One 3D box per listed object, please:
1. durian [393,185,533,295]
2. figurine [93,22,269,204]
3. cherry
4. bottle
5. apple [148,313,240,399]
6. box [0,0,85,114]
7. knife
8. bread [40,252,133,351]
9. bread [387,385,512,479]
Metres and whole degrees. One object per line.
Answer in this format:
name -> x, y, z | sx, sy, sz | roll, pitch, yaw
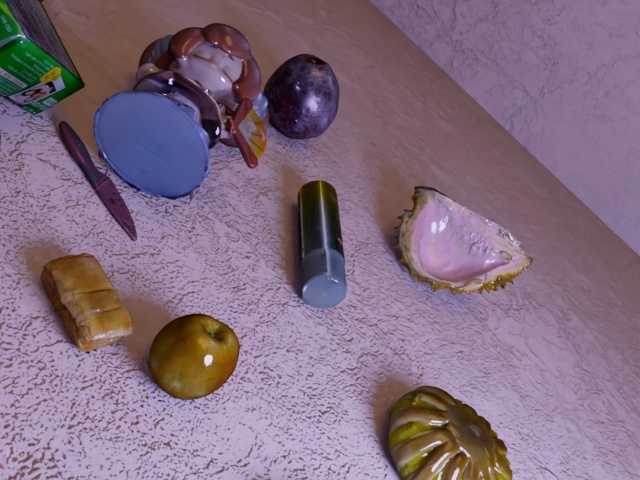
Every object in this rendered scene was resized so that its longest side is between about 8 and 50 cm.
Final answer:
durian -> 0.267, 0.031, 1.363 | 0.305, 0.185, 0.195 | 42, 50, 10
figurine -> -0.222, -0.235, 1.107 | 0.276, 0.248, 0.388 | 35, 40, -15
cherry -> -0.041, -0.334, 1.447 | 0.195, 0.195, 0.195 | 28, 33, -20
bottle -> 0.000, 0.000, 1.163 | 0.082, 0.082, 0.286 | 26, 34, -23
apple -> -0.154, 0.145, 0.788 | 0.114, 0.102, 0.099 | 10, 41, -42
box -> -0.451, -0.296, 0.893 | 0.180, 0.103, 0.250 | 61, -1, 2
knife -> -0.344, -0.094, 0.976 | 0.247, 0.018, 0.035 | 53, 30, 16
bread -> -0.290, 0.074, 0.778 | 0.074, 0.053, 0.132 | -4, 50, -50
bread -> 0.200, 0.317, 0.957 | 0.213, 0.105, 0.213 | 27, 36, -22
